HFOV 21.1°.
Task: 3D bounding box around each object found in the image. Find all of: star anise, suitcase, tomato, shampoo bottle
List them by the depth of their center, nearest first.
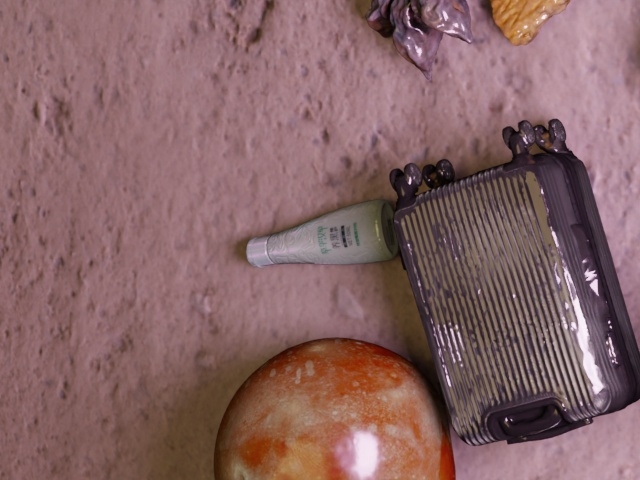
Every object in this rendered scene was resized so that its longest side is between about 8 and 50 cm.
[{"bbox_3d":[0.202,0.048,1.760,0.202,0.128,0.312,-20,83,34],"label":"suitcase"},{"bbox_3d":[0.118,-0.300,1.798,0.262,0.081,0.230,-51,41,37],"label":"star anise"},{"bbox_3d":[0.008,0.244,1.857,0.270,0.222,0.270,5,97,37],"label":"tomato"},{"bbox_3d":[0.000,0.000,1.948,0.190,0.041,0.069,-9,94,35],"label":"shampoo bottle"}]

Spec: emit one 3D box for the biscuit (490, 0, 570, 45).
[{"bbox_3d":[0.249,-0.313,1.753,0.224,0.033,0.144,-44,65,27],"label":"biscuit"}]
